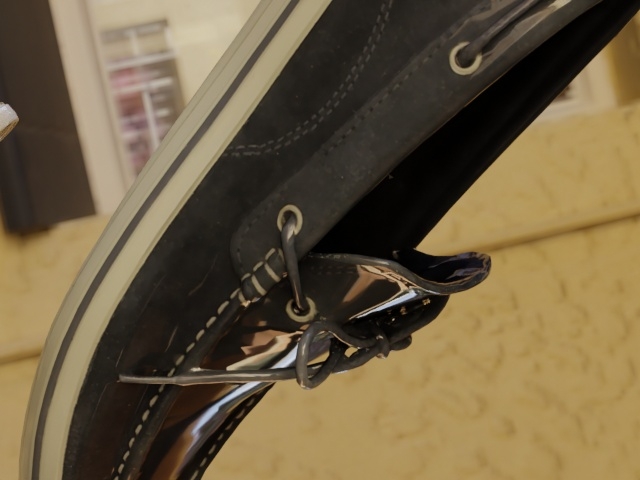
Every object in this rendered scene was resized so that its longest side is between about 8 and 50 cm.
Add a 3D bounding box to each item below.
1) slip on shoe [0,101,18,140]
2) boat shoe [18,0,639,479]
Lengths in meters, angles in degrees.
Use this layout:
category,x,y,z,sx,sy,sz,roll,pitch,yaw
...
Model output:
category,x,y,z,sx,sy,sz,roll,pitch,yaw
slip on shoe,-0.227,-0.041,0.869,0.041,0.135,0.051,57,9,-5
boat shoe,0.000,0.000,0.850,0.156,0.500,0.187,39,18,15
